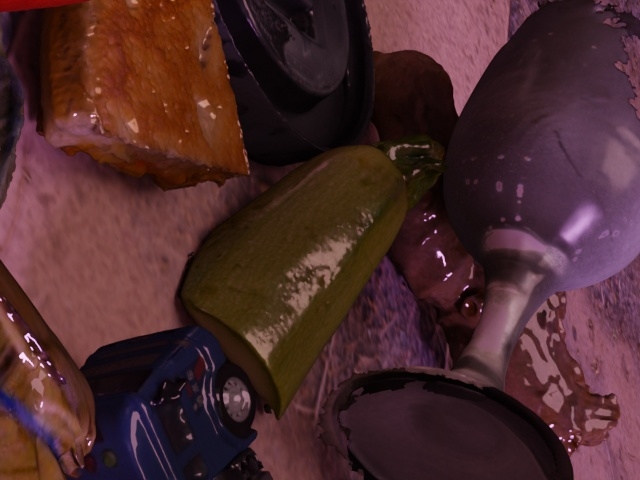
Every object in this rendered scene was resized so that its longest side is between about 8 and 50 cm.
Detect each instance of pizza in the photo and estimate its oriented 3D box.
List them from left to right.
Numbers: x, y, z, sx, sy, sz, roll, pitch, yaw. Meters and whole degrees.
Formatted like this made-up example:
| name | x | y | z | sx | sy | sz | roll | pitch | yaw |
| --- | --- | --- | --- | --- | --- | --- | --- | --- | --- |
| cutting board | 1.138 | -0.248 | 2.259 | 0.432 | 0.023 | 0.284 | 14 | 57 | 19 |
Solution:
| name | x | y | z | sx | sy | sz | roll | pitch | yaw |
| --- | --- | --- | --- | --- | --- | --- | --- | --- | --- |
| pizza | -0.084 | -0.073 | 0.747 | 0.134 | 0.046 | 0.175 | 64 | 26 | -21 |

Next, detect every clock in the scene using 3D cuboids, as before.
| name | x | y | z | sx | sy | sz | roll | pitch | yaw |
| --- | --- | --- | --- | --- | --- | --- | --- | --- | --- |
| clock | -0.035 | -0.145 | 0.909 | 0.215 | 0.042 | 0.214 | 45 | 37 | -48 |

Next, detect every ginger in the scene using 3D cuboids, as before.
| name | x | y | z | sx | sy | sz | roll | pitch | yaw |
| --- | --- | --- | --- | --- | --- | --- | --- | --- | --- |
| ginger | 0.096 | 0.007 | 1.036 | 0.290 | 0.122 | 0.084 | 64 | -17 | 2 |

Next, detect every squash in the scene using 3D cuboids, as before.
| name | x | y | z | sx | sy | sz | roll | pitch | yaw |
| --- | --- | --- | --- | --- | --- | --- | --- | --- | --- |
| squash | -0.002 | 0.002 | 0.851 | 0.090 | 0.075 | 0.200 | 49 | 51 | -10 |

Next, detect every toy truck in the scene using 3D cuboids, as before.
| name | x | y | z | sx | sy | sz | roll | pitch | yaw |
| --- | --- | --- | --- | --- | --- | --- | --- | --- | --- |
| toy truck | -0.049 | 0.140 | 0.667 | 0.088 | 0.074 | 0.201 | -43 | 115 | -54 |

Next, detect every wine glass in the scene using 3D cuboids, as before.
| name | x | y | z | sx | sy | sz | roll | pitch | yaw |
| --- | --- | --- | --- | --- | --- | --- | --- | --- | --- |
| wine glass | 0.115 | 0.003 | 0.925 | 0.143 | 0.143 | 0.321 | 55 | 45 | -37 |

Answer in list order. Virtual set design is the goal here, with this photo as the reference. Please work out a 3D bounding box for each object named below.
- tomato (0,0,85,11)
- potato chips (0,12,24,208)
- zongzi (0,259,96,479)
| name | x | y | z | sx | sy | sz | roll | pitch | yaw |
| --- | --- | --- | --- | --- | --- | --- | --- | --- | --- |
| tomato | -0.124 | -0.188 | 0.500 | 0.299 | 0.226 | 0.298 | 31 | 5 | -3 |
| potato chips | -0.146 | -0.063 | 0.629 | 0.092 | 0.028 | 0.207 | 51 | 34 | -44 |
| zongzi | -0.186 | 0.054 | 0.366 | 0.260 | 0.123 | 0.289 | 62 | 36 | -31 |
